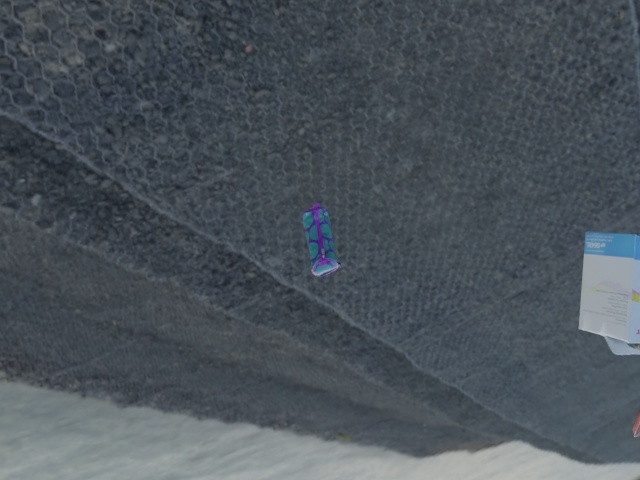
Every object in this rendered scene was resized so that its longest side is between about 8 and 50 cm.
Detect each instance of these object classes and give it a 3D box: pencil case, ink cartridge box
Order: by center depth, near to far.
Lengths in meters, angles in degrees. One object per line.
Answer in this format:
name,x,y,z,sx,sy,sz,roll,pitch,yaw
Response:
ink cartridge box,0.380,0.064,0.830,0.092,0.143,0.090,4,-178,-18
pencil case,0.000,0.000,1.510,0.064,0.152,0.070,-9,150,-4

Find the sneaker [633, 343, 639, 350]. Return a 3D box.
sneaker,0.640,0.171,1.276,0.163,0.086,0.226,-20,160,-34

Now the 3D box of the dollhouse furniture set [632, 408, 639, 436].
dollhouse furniture set,0.680,0.293,1.143,0.152,0.201,0.374,-18,137,-8
